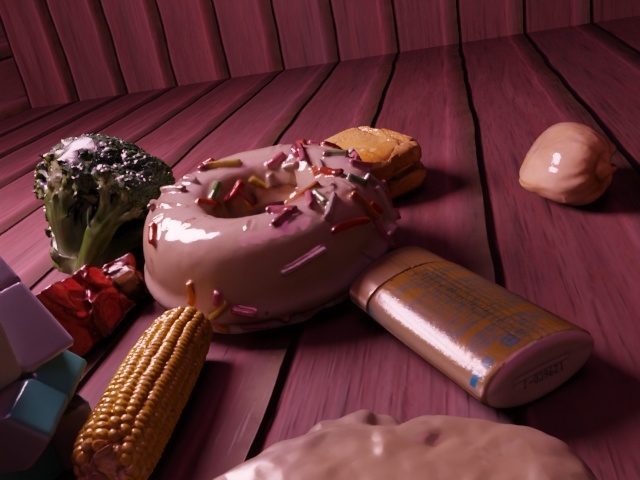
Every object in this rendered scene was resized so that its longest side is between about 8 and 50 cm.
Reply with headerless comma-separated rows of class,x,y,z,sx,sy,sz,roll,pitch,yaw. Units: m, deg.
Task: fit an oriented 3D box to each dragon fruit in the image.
dragon fruit,-0.308,0.099,0.907,0.092,0.122,0.192,38,34,7

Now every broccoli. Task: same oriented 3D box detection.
broccoli,-0.352,-0.049,1.074,0.265,0.245,0.294,26,-15,-25

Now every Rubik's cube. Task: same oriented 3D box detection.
Rubik's cube,-0.352,0.144,0.610,0.265,0.213,0.224,14,32,39

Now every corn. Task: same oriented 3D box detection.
corn,-0.177,0.156,0.672,0.081,0.081,0.248,-6,24,10

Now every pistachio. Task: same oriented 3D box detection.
pistachio,0.385,-0.126,1.024,0.145,0.117,0.200,-13,22,7

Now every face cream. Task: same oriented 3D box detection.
face cream,0.145,0.080,0.721,0.139,0.067,0.285,-18,25,-21

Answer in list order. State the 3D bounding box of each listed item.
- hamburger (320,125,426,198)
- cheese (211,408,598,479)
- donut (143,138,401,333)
hamburger,0.084,-0.139,1.194,0.213,0.108,0.214,-10,23,4
cheese,0.044,0.229,0.373,0.318,0.115,0.326,-3,26,18
donut,-0.078,-0.026,0.923,0.382,0.142,0.383,-10,31,6
